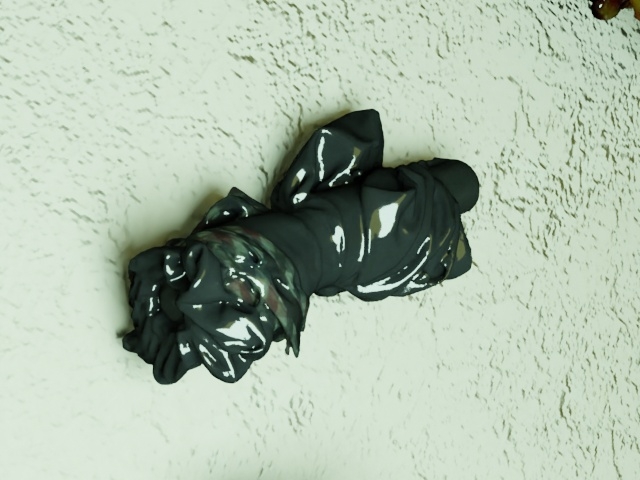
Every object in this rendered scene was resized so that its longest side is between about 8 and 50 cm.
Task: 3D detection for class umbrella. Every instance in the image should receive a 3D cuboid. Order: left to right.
[{"bbox_3d":[-0.001,0.000,0.919,0.272,0.122,0.110,-25,149,-37],"label":"umbrella"}]

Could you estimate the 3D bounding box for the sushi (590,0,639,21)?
[{"bbox_3d":[0.290,-0.230,1.060,0.215,0.212,0.227,2,47,-38],"label":"sushi"}]
